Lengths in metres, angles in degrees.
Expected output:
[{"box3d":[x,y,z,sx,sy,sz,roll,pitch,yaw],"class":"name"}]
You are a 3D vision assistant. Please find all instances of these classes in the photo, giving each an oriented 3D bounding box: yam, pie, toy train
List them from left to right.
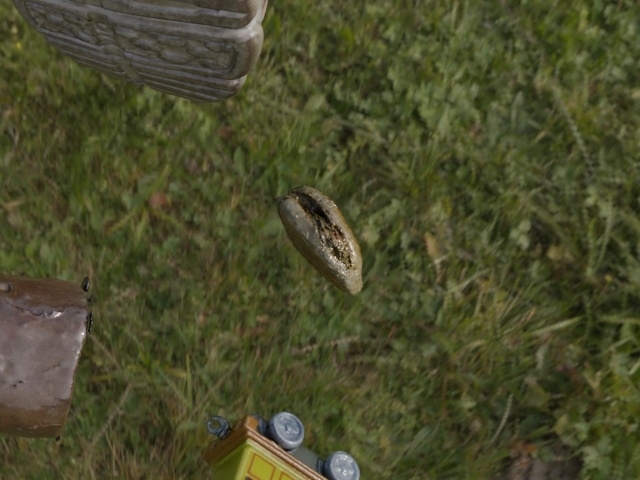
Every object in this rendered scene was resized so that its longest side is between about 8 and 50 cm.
[{"box3d":[-0.178,0.053,0.555,0.127,0.084,0.084,6,67,-21],"class":"yam"},{"box3d":[-0.037,0.265,1.228,0.219,0.089,0.127,37,41,-14],"class":"toy train"},{"box3d":[0.000,0.000,1.755,0.079,0.163,0.193,-34,70,-16],"class":"pie"}]

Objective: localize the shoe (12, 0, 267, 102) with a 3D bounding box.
[{"box3d":[-0.083,-0.244,0.727,0.171,0.351,0.198,20,59,4],"class":"shoe"}]
